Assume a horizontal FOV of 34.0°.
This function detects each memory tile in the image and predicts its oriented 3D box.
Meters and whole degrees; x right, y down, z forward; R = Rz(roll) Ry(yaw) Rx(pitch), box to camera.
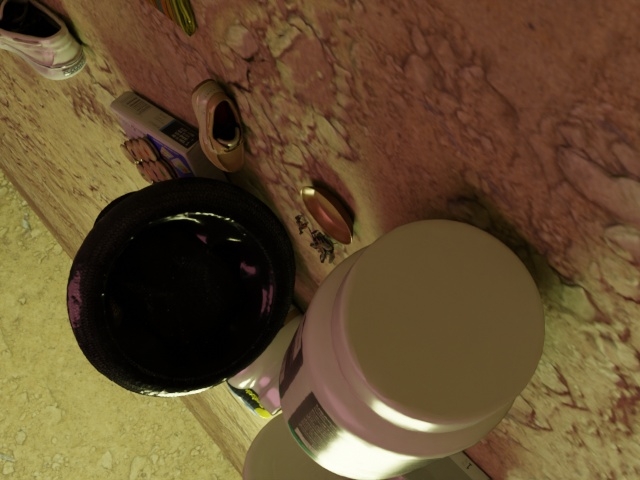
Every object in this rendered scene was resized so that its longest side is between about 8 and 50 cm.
[{"bbox_3d":[-0.235,-0.097,1.486,0.113,0.012,0.148,55,163,-15],"label":"memory tile"}]

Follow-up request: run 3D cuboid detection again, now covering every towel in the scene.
[{"bbox_3d":[-0.224,-0.311,1.151,0.237,0.021,0.102,39,159,31],"label":"towel"}]

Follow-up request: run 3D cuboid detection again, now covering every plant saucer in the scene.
[{"bbox_3d":[0.011,-0.031,1.172,0.083,0.015,0.083,44,162,18],"label":"plant saucer"}]

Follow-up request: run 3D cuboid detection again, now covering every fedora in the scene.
[{"bbox_3d":[-0.196,0.042,1.387,0.152,0.334,0.334,45,165,48],"label":"fedora"}]

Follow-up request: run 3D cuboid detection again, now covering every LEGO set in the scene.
[{"bbox_3d":[-0.001,-0.002,1.263,0.083,0.023,0.054,56,164,25],"label":"LEGO set"}]

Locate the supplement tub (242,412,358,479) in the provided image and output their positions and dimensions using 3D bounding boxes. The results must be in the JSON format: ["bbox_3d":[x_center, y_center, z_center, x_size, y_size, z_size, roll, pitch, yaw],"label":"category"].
[{"bbox_3d":[0.023,0.455,1.792,0.235,0.235,0.325,34,157,41],"label":"supplement tub"}]

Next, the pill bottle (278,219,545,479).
[{"bbox_3d":[0.075,0.116,1.009,0.204,0.204,0.361,47,163,7],"label":"pill bottle"}]

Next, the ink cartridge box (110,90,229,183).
[{"bbox_3d":[-0.193,-0.094,1.486,0.206,0.045,0.208,33,155,42],"label":"ink cartridge box"}]

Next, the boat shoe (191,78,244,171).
[{"bbox_3d":[-0.114,-0.124,1.223,0.045,0.050,0.135,43,162,37],"label":"boat shoe"}]

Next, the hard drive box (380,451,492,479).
[{"bbox_3d":[0.148,0.349,1.510,0.181,0.089,0.232,44,162,16],"label":"hard drive box"}]

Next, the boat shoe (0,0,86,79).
[{"bbox_3d":[-0.457,-0.328,1.560,0.267,0.096,0.088,37,155,31],"label":"boat shoe"}]

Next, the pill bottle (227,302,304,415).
[{"bbox_3d":[-0.114,0.126,1.576,0.264,0.153,0.153,47,162,6],"label":"pill bottle"}]

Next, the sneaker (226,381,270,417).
[{"bbox_3d":[-0.160,0.329,2.277,0.144,0.053,0.059,51,165,-1],"label":"sneaker"}]
